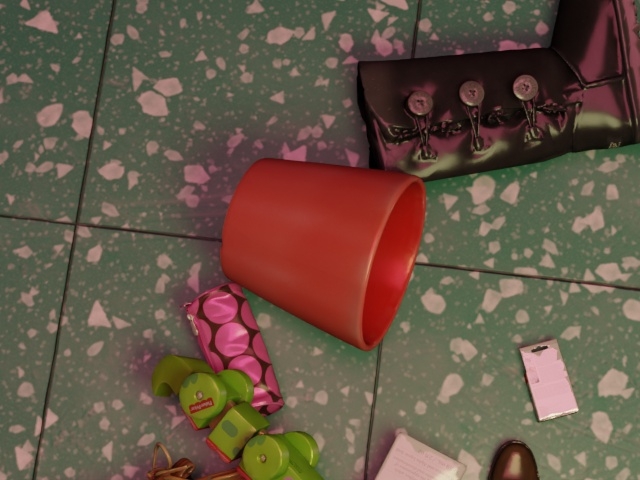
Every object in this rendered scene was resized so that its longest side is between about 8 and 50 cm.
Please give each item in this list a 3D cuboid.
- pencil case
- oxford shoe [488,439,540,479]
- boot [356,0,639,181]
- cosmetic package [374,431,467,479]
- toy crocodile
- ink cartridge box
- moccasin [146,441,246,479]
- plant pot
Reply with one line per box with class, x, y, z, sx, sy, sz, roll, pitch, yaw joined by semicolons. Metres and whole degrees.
pencil case;-0.133;0.174;1.940;0.098;0.095;0.209;-15;75;-34
oxford shoe;0.286;0.405;1.874;0.083;0.096;0.227;3;76;4
boot;0.272;-0.284;2.016;0.445;0.146;0.367;-11;75;4
cosmetic package;0.112;0.411;1.883;0.117;0.085;0.231;26;78;7
toy crocodile;-0.110;0.278;1.822;0.340;0.115;0.105;42;105;19
ink cartridge box;0.346;0.214;1.949;0.063;0.029;0.115;-14;76;-1
moccasin;-0.197;0.378;1.872;0.380;0.139;0.147;-10;58;0
plant pot;0.000;0.000;1.899;0.243;0.275;0.275;18;78;17
